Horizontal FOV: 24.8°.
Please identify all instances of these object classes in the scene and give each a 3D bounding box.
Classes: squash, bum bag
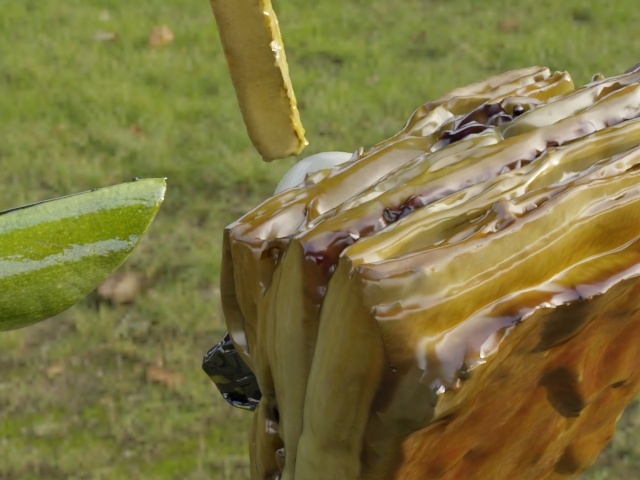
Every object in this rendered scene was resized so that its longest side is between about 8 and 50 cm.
[{"bbox_3d":[-0.295,0.029,1.803,0.252,0.169,0.093,-14,49,-9],"label":"squash"},{"bbox_3d":[-0.036,0.085,1.559,0.106,0.232,0.060,26,17,-35],"label":"bum bag"}]

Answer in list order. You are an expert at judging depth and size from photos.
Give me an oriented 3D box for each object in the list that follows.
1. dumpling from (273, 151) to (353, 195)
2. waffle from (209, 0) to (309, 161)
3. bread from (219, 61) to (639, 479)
[{"bbox_3d":[0.000,0.000,1.094,0.151,0.124,0.229,-21,11,-11],"label":"dumpling"},{"bbox_3d":[-0.075,-0.228,1.340,0.055,0.248,0.221,-15,41,1],"label":"waffle"},{"bbox_3d":[0.085,0.059,0.866,0.314,0.370,0.191,-26,55,-25],"label":"bread"}]
